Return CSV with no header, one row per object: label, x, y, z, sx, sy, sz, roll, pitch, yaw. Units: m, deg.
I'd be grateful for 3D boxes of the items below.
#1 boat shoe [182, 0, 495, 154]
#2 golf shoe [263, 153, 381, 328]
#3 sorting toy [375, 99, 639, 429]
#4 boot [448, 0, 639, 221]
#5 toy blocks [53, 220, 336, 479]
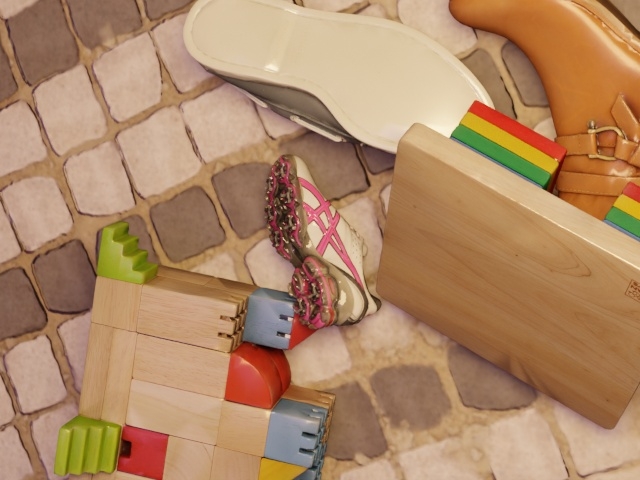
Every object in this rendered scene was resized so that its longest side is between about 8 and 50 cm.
boat shoe,0.023,-0.152,1.280,0.319,0.099,0.116,22,83,17
golf shoe,0.000,0.000,1.323,0.067,0.086,0.186,-42,59,51
sorting toy,0.188,0.016,1.166,0.257,0.089,0.255,30,151,15
boot,0.233,-0.119,1.197,0.283,0.109,0.220,12,105,14
toy blocks,-0.106,0.189,1.344,0.260,0.191,0.381,11,101,9
